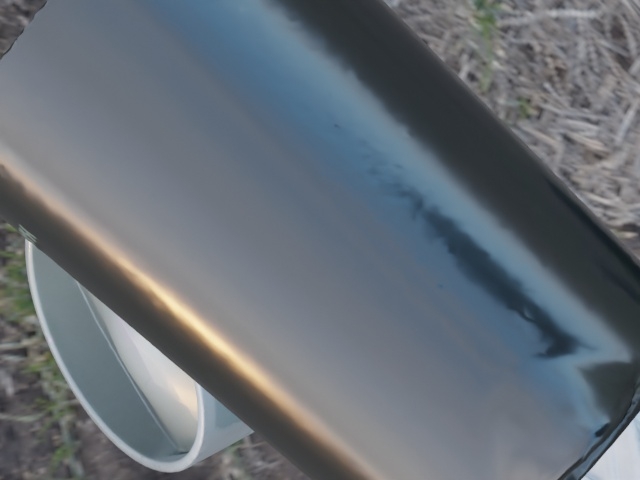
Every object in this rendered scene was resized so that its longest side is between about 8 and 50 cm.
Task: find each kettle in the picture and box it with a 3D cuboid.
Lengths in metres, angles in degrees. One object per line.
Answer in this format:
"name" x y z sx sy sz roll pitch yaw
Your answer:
"kettle" -0.008 0.008 0.799 0.308 0.203 0.262 43 147 0

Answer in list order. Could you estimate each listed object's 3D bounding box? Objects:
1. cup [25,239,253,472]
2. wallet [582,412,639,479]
"cup" -0.075 -0.015 1.402 0.259 0.274 0.357 30 133 41
"wallet" 0.210 0.210 1.407 0.183 0.032 0.124 -22 64 48
